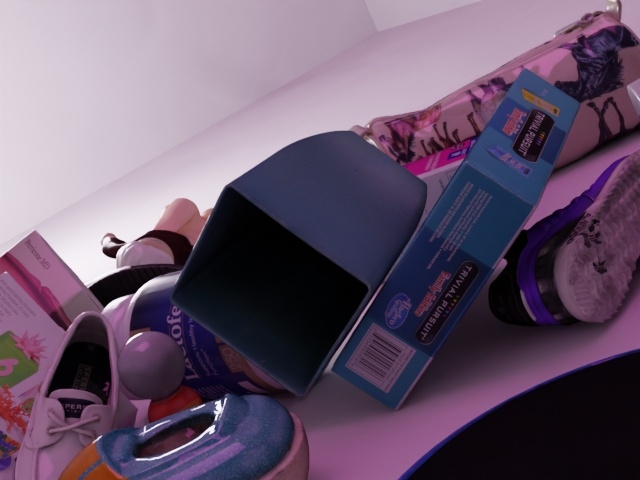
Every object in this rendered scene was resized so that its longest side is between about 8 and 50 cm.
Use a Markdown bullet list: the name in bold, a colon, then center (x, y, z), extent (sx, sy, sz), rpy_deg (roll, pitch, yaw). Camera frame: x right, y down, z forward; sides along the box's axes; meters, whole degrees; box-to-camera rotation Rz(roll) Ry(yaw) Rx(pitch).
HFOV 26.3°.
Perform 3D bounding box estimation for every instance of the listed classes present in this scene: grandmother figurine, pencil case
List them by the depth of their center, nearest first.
- **pencil case**: center (0.250, -0.165, 1.846), extent (0.410, 0.183, 0.160), rpy_deg (-26, 11, -2)
- **grandmother figurine**: center (-0.242, 0.010, 2.115), extent (0.208, 0.104, 0.342), rpy_deg (-3, 11, 6)

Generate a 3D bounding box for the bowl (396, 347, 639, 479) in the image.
- **bowl**: center (0.196, 0.174, 0.860), extent (0.391, 0.077, 0.391), rpy_deg (-23, 13, 6)

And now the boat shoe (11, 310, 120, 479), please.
- **boat shoe**: center (-0.242, 0.182, 1.345), extent (0.096, 0.088, 0.267), rpy_deg (12, 42, -3)

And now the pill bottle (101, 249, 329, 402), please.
- **pill bottle**: center (-0.124, 0.104, 1.527), extent (0.265, 0.153, 0.153), rpy_deg (-14, 17, 40)

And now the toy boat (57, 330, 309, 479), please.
- **toy boat**: center (-0.146, 0.190, 1.240), extent (0.268, 0.148, 0.318), rpy_deg (-24, 14, 3)

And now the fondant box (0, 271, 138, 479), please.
- **fondant box**: center (-0.393, 0.204, 1.424), extent (0.330, 0.238, 0.096), rpy_deg (-32, -28, -33)

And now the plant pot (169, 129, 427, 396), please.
- **plant pot**: center (0.000, 0.000, 1.365), extent (0.234, 0.165, 0.165), rpy_deg (-45, -12, -52)

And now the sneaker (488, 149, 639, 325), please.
- **sneaker**: center (0.257, -0.001, 1.378), extent (0.146, 0.102, 0.293), rpy_deg (-19, 12, 41)

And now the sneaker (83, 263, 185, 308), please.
- **sneaker**: center (-0.295, 0.093, 1.933), extent (0.331, 0.122, 0.146), rpy_deg (-19, 16, 20)

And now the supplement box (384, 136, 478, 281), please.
- **supplement box**: center (0.115, -0.030, 1.717), extent (0.220, 0.113, 0.111), rpy_deg (-22, 14, 17)

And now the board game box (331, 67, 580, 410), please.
- **board game box**: center (0.146, -0.012, 1.382), extent (0.253, 0.079, 0.336), rpy_deg (-59, -4, 27)

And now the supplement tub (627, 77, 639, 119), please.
- **supplement tub**: center (0.458, -0.126, 1.164), extent (0.331, 0.241, 0.241), rpy_deg (-29, 12, 10)

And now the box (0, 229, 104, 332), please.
- **box**: center (-0.398, 0.127, 1.759), extent (0.232, 0.127, 0.148), rpy_deg (-40, 51, -8)
